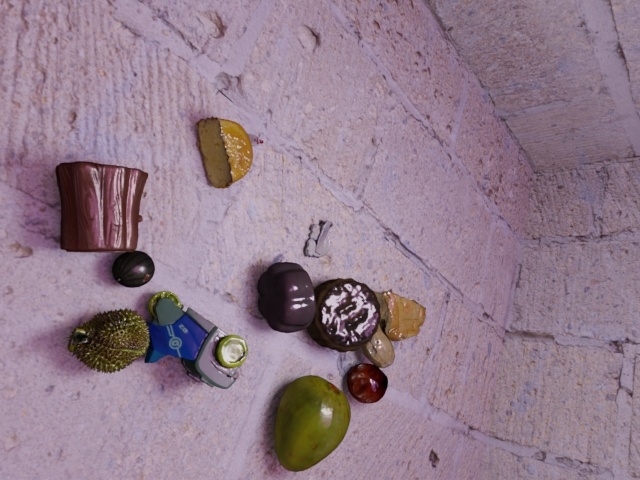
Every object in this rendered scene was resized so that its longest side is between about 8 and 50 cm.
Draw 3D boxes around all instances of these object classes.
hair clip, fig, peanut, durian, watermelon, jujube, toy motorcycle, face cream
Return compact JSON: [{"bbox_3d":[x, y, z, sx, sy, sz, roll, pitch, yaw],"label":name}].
[{"bbox_3d":[0.000,0.000,1.761,0.116,0.049,0.172,28,71,-34],"label":"hair clip"},{"bbox_3d":[-0.039,0.650,1.557,0.258,0.258,0.326,26,89,-40],"label":"fig"},{"bbox_3d":[0.209,0.397,1.844,0.130,0.130,0.290,-16,71,-43],"label":"peanut"},{"bbox_3d":[-0.553,0.264,1.158,0.198,0.146,0.159,-18,116,-37],"label":"durian"},{"bbox_3d":[-0.522,0.085,1.213,0.133,0.105,0.105,-45,119,-56],"label":"watermelon"},{"bbox_3d":[0.208,0.592,1.854,0.236,0.168,0.168,13,78,-60],"label":"jujube"},{"bbox_3d":[-0.392,0.307,1.293,0.326,0.191,0.199,40,63,-18],"label":"toy motorcycle"},{"bbox_3d":[-0.240,-0.356,1.571,0.083,0.021,0.040,-2,90,-44],"label":"face cream"}]

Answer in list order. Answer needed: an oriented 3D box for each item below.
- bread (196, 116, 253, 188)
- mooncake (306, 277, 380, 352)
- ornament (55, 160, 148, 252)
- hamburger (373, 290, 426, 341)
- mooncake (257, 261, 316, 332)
[{"bbox_3d":[-0.297,-0.288,1.428,0.140,0.143,0.228,-19,103,-42],"label":"bread"},{"bbox_3d":[0.089,0.284,1.689,0.291,0.161,0.290,4,79,-20],"label":"mooncake"},{"bbox_3d":[-0.569,-0.079,1.131,0.235,0.221,0.217,5,86,-88],"label":"ornament"},{"bbox_3d":[0.322,0.349,1.968,0.330,0.162,0.208,27,73,-43],"label":"hamburger"},{"bbox_3d":[-0.118,0.195,1.513,0.133,0.245,0.244,0,87,-36],"label":"mooncake"}]
